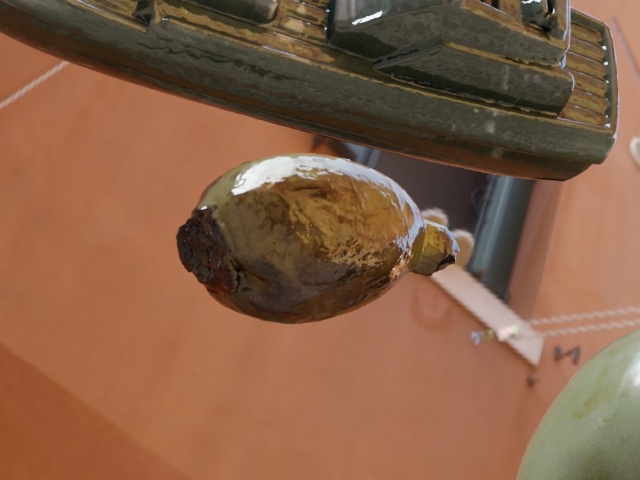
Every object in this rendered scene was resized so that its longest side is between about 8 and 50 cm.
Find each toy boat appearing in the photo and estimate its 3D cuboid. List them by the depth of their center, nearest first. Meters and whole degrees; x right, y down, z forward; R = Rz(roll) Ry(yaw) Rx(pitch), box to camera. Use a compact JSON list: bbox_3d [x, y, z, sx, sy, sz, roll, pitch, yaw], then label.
[{"bbox_3d":[-0.019,-0.084,0.362,0.260,0.078,0.085,15,-32,-14],"label":"toy boat"}]

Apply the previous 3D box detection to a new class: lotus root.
[{"bbox_3d":[0.000,0.000,0.835,0.214,0.138,0.138,3,-33,-27],"label":"lotus root"}]

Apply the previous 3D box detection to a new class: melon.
[{"bbox_3d":[0.302,0.190,0.902,0.308,0.272,0.272,-23,-52,1],"label":"melon"}]
